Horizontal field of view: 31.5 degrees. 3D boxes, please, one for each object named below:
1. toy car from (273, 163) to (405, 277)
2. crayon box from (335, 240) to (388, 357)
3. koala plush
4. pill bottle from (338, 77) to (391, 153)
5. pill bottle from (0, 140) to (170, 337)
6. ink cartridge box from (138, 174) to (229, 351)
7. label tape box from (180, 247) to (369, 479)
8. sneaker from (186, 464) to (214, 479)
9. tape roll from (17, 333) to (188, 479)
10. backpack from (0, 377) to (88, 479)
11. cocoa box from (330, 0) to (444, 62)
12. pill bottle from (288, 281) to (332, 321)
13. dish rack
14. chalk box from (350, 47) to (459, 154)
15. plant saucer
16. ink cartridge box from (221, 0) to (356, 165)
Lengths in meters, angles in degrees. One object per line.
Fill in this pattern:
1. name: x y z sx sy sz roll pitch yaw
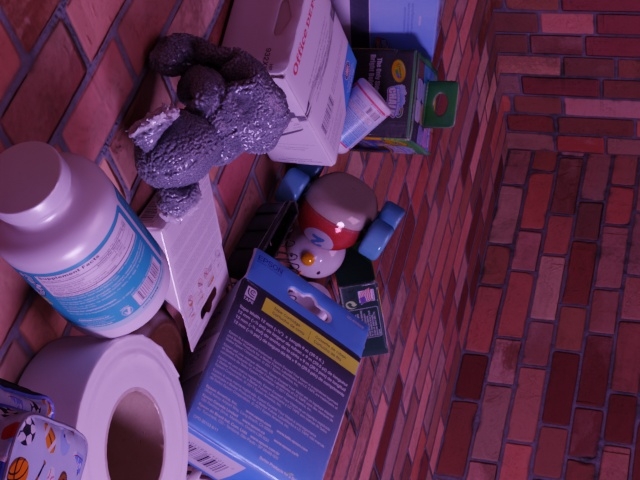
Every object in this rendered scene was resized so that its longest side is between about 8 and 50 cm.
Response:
1. toy car: 0.000 0.000 2.126 0.238 0.219 0.210 -60 177 24
2. crayon box: 0.070 0.062 2.345 0.318 0.081 0.202 -98 177 -51
3. koala plush: -0.173 -0.148 1.547 0.221 0.203 0.196 -49 141 -42
4. pill bottle: 0.046 -0.217 2.093 0.087 0.160 0.087 48 10 -11
5. pill bottle: -0.280 -0.003 1.294 0.264 0.146 0.146 64 36 -57
6. ink cartridge box: -0.201 0.022 1.680 0.181 0.056 0.224 -65 155 -51
7. label tape box: -0.084 0.220 1.791 0.249 0.115 0.347 36 47 -18
8. sneaker: -0.129 0.474 1.845 0.106 0.163 0.281 -67 154 -43
9. tape roll: -0.269 0.256 1.411 0.286 0.100 0.286 -5 90 -69
10. backpack: -0.356 0.252 1.074 0.276 0.213 0.263 54 55 -67
11. cocoa box: 0.130 -0.527 2.137 0.347 0.228 0.231 83 18 -68
12. pill bottle: -0.009 0.166 2.212 0.184 0.103 0.103 68 33 -54
13. dish rack: -0.090 0.084 2.000 0.208 0.074 0.271 -62 151 -48
14. chalk box: 0.129 -0.268 2.212 0.179 0.289 0.180 16 80 -72
15. plant saucer: -0.242 0.183 1.632 0.198 0.036 0.198 6 90 -71
16. ink cartridge box: -0.050 -0.295 1.925 0.307 0.129 0.223 57 42 -62
